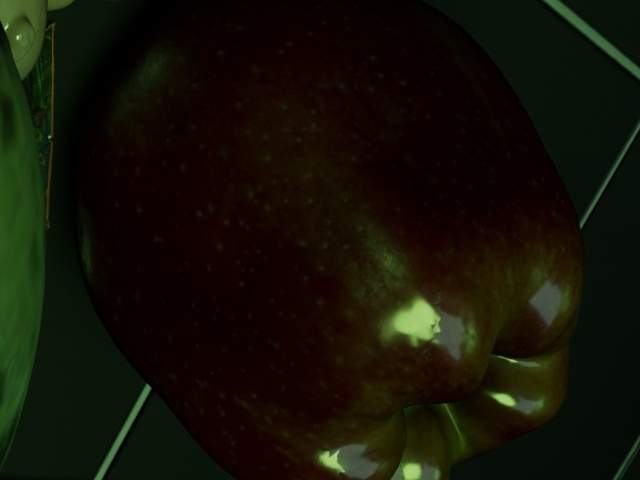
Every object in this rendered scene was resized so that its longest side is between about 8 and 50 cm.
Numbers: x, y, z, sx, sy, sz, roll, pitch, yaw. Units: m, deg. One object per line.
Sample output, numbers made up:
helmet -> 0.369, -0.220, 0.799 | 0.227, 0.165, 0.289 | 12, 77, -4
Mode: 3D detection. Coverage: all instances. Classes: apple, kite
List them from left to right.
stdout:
kite -> -0.200, -0.040, 0.742 | 0.190, 0.010, 0.159 | -53, 145, -5
apple -> 0.000, 0.000, 0.772 | 0.288, 0.317, 0.288 | -25, 147, -18

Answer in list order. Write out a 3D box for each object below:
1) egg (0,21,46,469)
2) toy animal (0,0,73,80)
egg -> -0.271, 0.025, 0.423 | 0.345, 0.345, 0.428 | -20, 147, -41
toy animal -> -0.130, -0.169, 0.604 | 0.197, 0.171, 0.171 | -38, 142, -12
